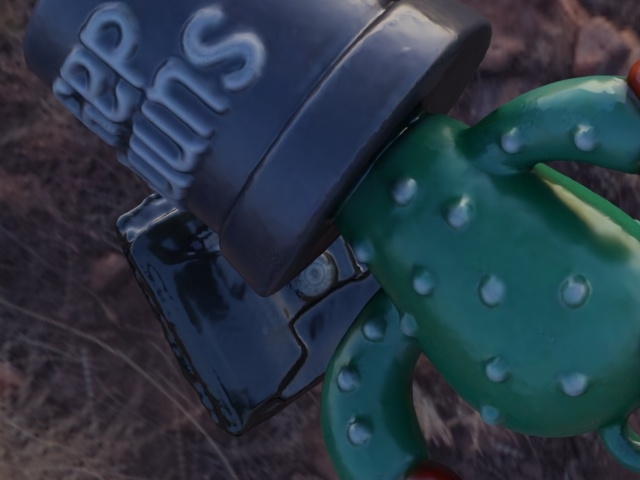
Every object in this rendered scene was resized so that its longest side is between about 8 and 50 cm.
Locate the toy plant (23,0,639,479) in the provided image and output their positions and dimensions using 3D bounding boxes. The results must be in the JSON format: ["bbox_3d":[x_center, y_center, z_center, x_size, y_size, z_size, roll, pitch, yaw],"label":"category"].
[{"bbox_3d":[0.037,-0.021,0.886,0.400,0.185,0.279,38,94,5],"label":"toy plant"}]

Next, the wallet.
[{"bbox_3d":[0.000,0.000,1.128,0.245,0.052,0.168,-33,105,-20],"label":"wallet"}]
